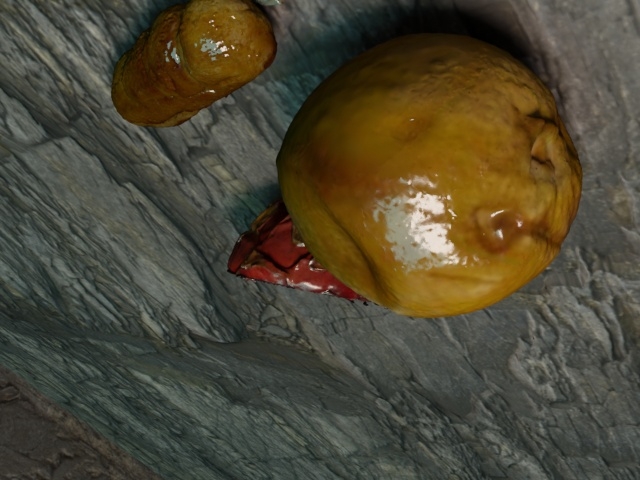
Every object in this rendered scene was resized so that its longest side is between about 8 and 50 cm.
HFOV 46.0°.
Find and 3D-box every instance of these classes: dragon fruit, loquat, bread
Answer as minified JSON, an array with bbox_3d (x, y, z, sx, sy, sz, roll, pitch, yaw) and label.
[{"bbox_3d":[-0.003,-0.001,1.009,0.224,0.148,0.218,11,176,2],"label":"dragon fruit"},{"bbox_3d":[0.103,-0.064,0.743,0.276,0.276,0.284,37,162,-20],"label":"loquat"},{"bbox_3d":[-0.167,-0.185,0.860,0.124,0.084,0.344,32,155,-27],"label":"bread"}]

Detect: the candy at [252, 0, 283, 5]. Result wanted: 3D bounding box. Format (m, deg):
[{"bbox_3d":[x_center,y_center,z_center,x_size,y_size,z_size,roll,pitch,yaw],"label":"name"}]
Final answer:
[{"bbox_3d":[-0.037,-0.314,0.645,0.086,0.059,0.292,20,147,3],"label":"candy"}]
